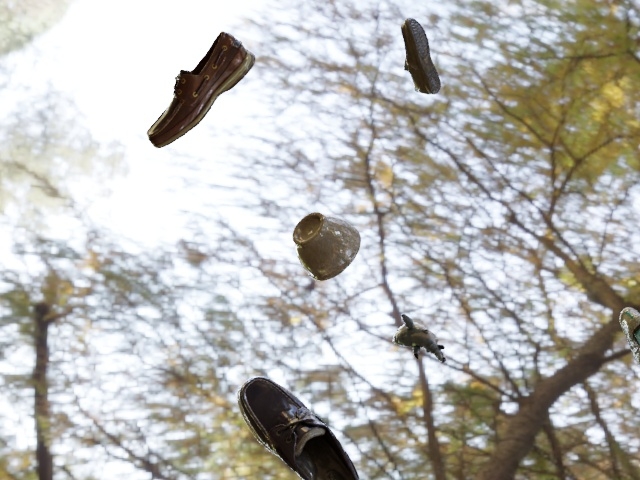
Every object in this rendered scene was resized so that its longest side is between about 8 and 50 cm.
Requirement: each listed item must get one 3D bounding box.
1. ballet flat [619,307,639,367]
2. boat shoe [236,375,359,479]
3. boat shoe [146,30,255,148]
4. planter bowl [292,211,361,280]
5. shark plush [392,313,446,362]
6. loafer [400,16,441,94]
[{"bbox_3d":[0.523,0.162,1.414,0.057,0.168,0.052,-36,-137,-1],"label":"ballet flat"},{"bbox_3d":[-0.024,0.322,1.397,0.285,0.102,0.092,49,-25,16],"label":"boat shoe"},{"bbox_3d":[-0.164,-0.195,1.126,0.178,0.060,0.064,-46,-149,-1],"label":"boat shoe"},{"bbox_3d":[0.000,0.000,2.086,0.162,0.109,0.162,-28,-141,25],"label":"planter bowl"},{"bbox_3d":[0.216,0.220,1.837,0.161,0.073,0.067,33,-90,43],"label":"shark plush"},{"bbox_3d":[0.174,-0.334,1.605,0.050,0.056,0.148,-11,-78,38],"label":"loafer"}]
